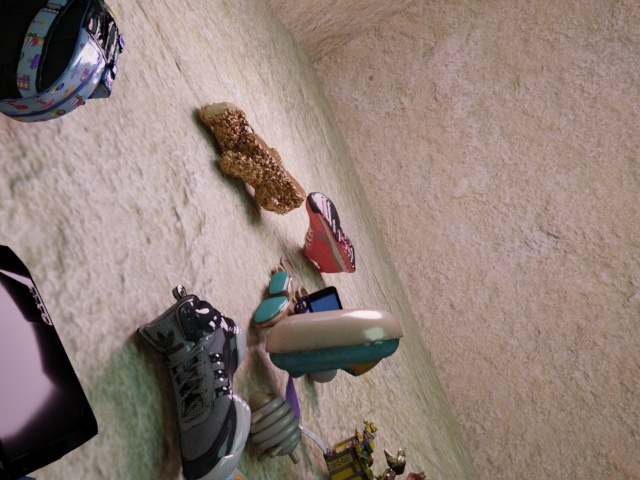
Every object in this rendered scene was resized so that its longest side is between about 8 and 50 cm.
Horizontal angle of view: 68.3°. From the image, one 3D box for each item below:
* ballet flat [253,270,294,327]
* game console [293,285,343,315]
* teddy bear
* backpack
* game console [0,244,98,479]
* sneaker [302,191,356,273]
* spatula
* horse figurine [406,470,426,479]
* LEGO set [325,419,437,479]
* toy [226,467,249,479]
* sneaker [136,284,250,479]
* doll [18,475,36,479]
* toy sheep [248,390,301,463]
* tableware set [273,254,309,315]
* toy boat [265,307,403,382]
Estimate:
[{"bbox_3d":[-0.088,0.139,0.995,0.206,0.073,0.067,-69,147,-63],"label":"ballet flat"},{"bbox_3d":[0.007,0.199,1.139,0.124,0.085,0.144,-45,118,-73],"label":"game console"},{"bbox_3d":[-0.177,-0.203,1.175,0.338,0.113,0.245,48,15,-26],"label":"teddy bear"},{"bbox_3d":[-0.335,-0.216,0.575,0.117,0.158,0.173,73,14,-65],"label":"backpack"},{"bbox_3d":[-0.290,0.083,0.301,0.213,0.044,0.361,60,1,8],"label":"game console"},{"bbox_3d":[0.000,0.001,1.332,0.116,0.136,0.314,-91,160,-44],"label":"sneaker"},{"bbox_3d":[-0.008,0.402,0.929,0.297,0.030,0.084,62,13,-14],"label":"spatula"},{"bbox_3d":[0.254,0.725,1.238,0.263,0.066,0.174,-89,157,-51],"label":"horse figurine"},{"bbox_3d":[0.147,0.456,0.890,0.331,0.192,0.255,70,-6,-64],"label":"LEGO set"},{"bbox_3d":[-0.092,0.386,0.642,0.237,0.056,0.137,59,16,-22],"label":"toy"},{"bbox_3d":[-0.173,0.175,0.620,0.153,0.101,0.269,54,14,-33],"label":"sneaker"},{"bbox_3d":[-0.257,0.235,0.350,0.189,0.046,0.129,68,15,6],"label":"doll"},{"bbox_3d":[-0.075,0.304,0.765,0.132,0.091,0.091,61,16,3],"label":"toy sheep"},{"bbox_3d":[-0.072,0.110,1.168,0.141,0.020,0.168,65,16,-4],"label":"tableware set"},{"bbox_3d":[0.022,0.220,0.950,0.318,0.267,0.148,126,-41,-75],"label":"toy boat"}]
